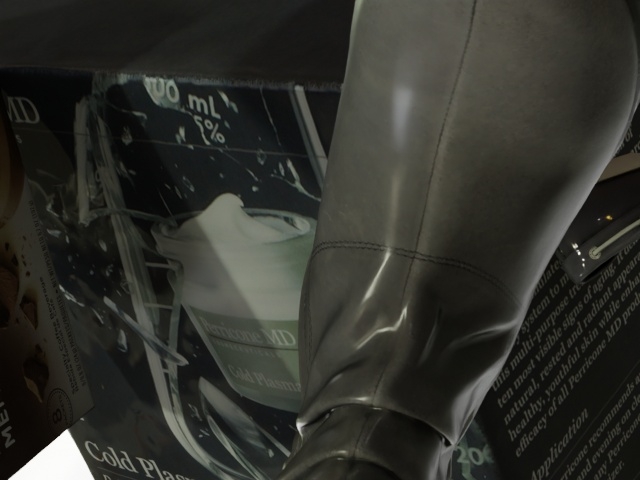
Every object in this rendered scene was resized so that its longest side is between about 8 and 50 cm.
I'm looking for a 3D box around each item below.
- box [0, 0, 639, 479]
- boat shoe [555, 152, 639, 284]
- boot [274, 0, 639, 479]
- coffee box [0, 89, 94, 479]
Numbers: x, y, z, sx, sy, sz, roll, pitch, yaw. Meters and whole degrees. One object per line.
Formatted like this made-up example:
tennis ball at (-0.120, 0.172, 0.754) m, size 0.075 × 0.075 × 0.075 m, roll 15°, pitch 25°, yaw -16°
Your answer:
box at (0.000, 0.000, 1.192) m, size 0.480 × 0.471 × 0.297 m, roll 7°, pitch 39°, yaw 41°
boat shoe at (0.234, -0.028, 0.952) m, size 0.206 × 0.065 × 0.075 m, roll -18°, pitch -19°, yaw 5°
boot at (0.035, 0.039, 0.621) m, size 0.338 × 0.118 × 0.222 m, roll 90°, pitch -160°, yaw -57°
coffee box at (-0.266, 0.008, 1.010) m, size 0.119 × 0.297 × 0.168 m, roll -10°, pitch 12°, yaw 20°
